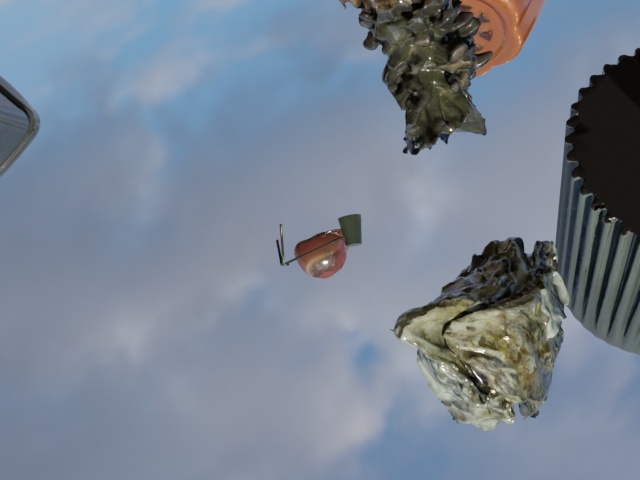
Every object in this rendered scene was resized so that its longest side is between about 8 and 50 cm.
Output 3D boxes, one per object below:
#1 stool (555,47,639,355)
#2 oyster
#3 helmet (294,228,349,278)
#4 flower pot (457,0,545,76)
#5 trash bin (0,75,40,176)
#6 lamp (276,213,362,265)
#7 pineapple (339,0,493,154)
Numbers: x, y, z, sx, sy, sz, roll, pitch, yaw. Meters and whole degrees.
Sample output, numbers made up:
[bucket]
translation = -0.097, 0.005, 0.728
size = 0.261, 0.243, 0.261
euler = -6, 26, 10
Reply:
[stool]
translation = 0.431, -0.033, 2.080
size = 0.297, 0.330, 0.297
euler = -1, -118, 1
[oyster]
translation = 0.149, 0.082, 1.490
size = 0.158, 0.162, 0.351
euler = -21, 171, 19
[helmet]
translation = 0.009, 0.023, 2.319
size = 0.084, 0.065, 0.049
euler = -22, -133, 5
[flower pot]
translation = 0.153, -0.268, 1.740
size = 0.191, 0.190, 0.173
euler = -20, -139, 29
[trash bin]
translation = -0.406, -0.151, 1.813
size = 0.101, 0.177, 0.236
euler = -48, 173, 5
[lamp]
translation = 0.001, 0.000, 2.271
size = 0.121, 0.054, 0.041
euler = -9, 170, -14
[pineapple]
translation = 0.068, -0.259, 1.571
size = 0.202, 0.361, 0.202
euler = -9, -175, 1
